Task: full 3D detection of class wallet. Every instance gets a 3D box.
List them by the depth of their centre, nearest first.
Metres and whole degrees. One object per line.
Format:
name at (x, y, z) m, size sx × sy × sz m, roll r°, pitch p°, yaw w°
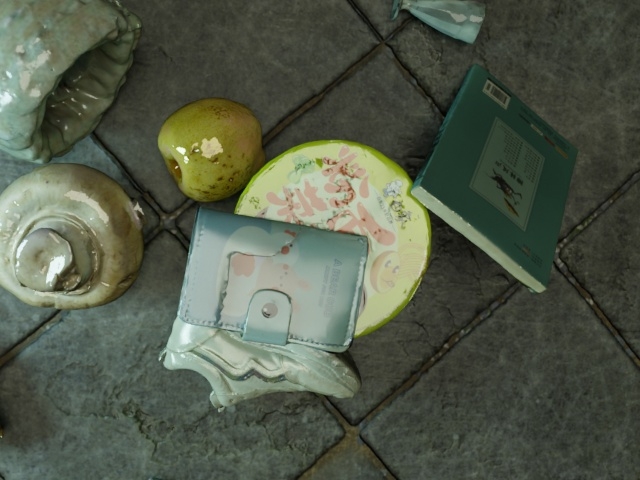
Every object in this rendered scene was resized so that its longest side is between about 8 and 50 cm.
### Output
wallet at (-0.064, 0.057, 0.977) m, size 0.250 × 0.075 × 0.176 m, roll 10°, pitch 85°, yaw -9°

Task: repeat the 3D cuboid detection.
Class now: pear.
pear at (-0.173, -0.152, 1.139) m, size 0.178 × 0.178 × 0.178 m, roll 0°, pitch 92°, yaw -8°

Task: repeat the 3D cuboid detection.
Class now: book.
book at (0.306, -0.119, 1.155) m, size 0.264 × 0.031 × 0.379 m, roll 38°, pitch 48°, yaw -7°

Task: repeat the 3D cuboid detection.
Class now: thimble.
thimble at (-0.419, -0.270, 1.024) m, size 0.195 × 0.291 × 0.291 m, roll 35°, pitch 87°, yaw -4°

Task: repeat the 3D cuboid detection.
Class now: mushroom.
mushroom at (-0.392, -0.003, 1.085) m, size 0.254 × 0.184 × 0.255 m, roll 1°, pitch 102°, yaw 3°

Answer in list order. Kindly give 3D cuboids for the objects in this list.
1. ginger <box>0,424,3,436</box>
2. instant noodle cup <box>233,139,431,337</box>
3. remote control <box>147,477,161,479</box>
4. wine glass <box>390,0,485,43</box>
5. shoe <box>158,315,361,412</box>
ginger at (-0.672, 0.187, 1.112) m, size 0.375 × 0.166 × 0.236 m, roll 29°, pitch 50°, yaw -27°
instant noodle cup at (0.000, 0.000, 1.130) m, size 0.311 × 0.221 × 0.311 m, roll 0°, pitch 91°, yaw -8°
remote control at (-0.310, 0.589, 1.189) m, size 0.145 × 0.050 × 0.344 m, roll 28°, pitch 88°, yaw -8°
wine glass at (0.207, -0.403, 1.222) m, size 0.155 × 0.073 × 0.073 m, roll 14°, pitch 90°, yaw -8°
shoe at (-0.105, 0.207, 1.177) m, size 0.342 × 0.132 × 0.211 m, roll 32°, pitch 99°, yaw -11°
